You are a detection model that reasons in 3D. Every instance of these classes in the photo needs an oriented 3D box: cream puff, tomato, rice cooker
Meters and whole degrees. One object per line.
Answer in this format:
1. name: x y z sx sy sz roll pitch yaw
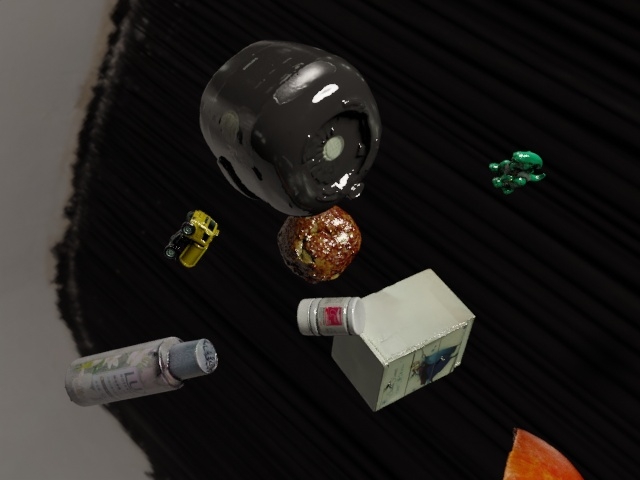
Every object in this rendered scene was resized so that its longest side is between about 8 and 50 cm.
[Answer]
1. cream puff: 0.000 0.000 1.576 0.149 0.149 0.084 -43 173 -17
2. tomato: 0.287 0.433 1.190 0.338 0.144 0.338 10 90 -74
3. rice cooker: -0.038 -0.173 1.417 0.267 0.224 0.267 -28 132 -35

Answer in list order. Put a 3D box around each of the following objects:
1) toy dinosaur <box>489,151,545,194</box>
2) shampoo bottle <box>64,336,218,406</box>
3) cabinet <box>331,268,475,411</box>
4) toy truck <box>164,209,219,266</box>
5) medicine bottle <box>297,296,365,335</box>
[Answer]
1. toy dinosaur: 0.379 -0.131 1.704 0.096 0.059 0.132 -23 154 37
2. shampoo bottle: -0.227 0.164 1.141 0.214 0.072 0.072 -15 172 29
3. cabinet: 0.151 0.180 1.645 0.206 0.150 0.145 -22 142 -24
4. toy truck: -0.196 -0.004 1.387 0.083 0.054 0.049 -51 -168 23
5. medicine bottle: 0.017 0.116 1.371 0.058 0.091 0.058 -3 90 -68
